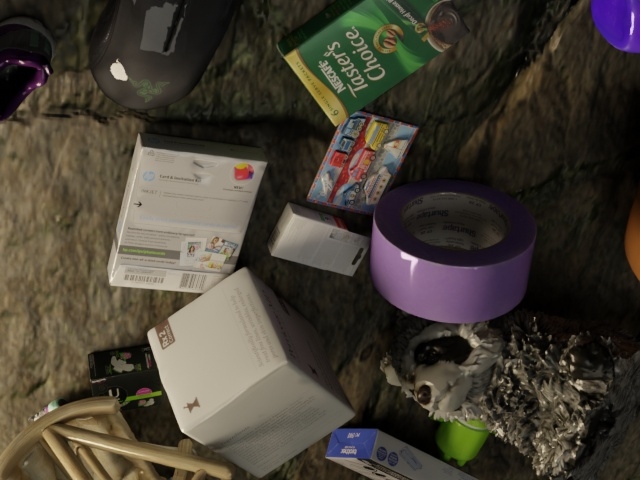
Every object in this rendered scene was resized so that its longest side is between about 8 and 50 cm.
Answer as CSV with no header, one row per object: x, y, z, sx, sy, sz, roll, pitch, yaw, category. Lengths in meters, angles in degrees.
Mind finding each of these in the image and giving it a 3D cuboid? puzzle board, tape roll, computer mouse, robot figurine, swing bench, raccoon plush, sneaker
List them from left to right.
-0.359,-0.135,1.090,0.224,0.098,0.083,-35,126,8,sneaker
-0.330,0.245,1.401,0.069,0.038,0.098,-29,123,10,sneaker
-0.223,0.327,1.347,0.165,0.255,0.253,-52,154,-24,swing bench
-0.152,-0.240,1.098,0.189,0.072,0.272,10,120,-24,computer mouse
0.050,-0.090,1.302,0.096,0.011,0.128,12,119,-24,puzzle board
0.153,0.009,1.290,0.189,0.189,0.080,-6,125,-13,tape roll
0.203,0.262,1.554,0.101,0.067,0.115,15,118,-13,robot figurine
0.283,0.167,1.493,0.446,0.299,0.216,2,112,-56,raccoon plush

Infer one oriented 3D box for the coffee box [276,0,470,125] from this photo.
0.058,-0.218,1.197,0.184,0.040,0.113,-33,127,7,coffee box

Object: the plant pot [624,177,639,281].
0.501,-0.031,1.332,0.291,0.290,0.203,0,139,-17,plant pot

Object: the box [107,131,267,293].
-0.155,-0.027,1.265,0.145,0.038,0.186,5,123,-22,box

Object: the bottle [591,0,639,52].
0.450,-0.279,1.228,0.283,0.118,0.092,-11,125,-9,bottle

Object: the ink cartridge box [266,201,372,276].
0.000,0.000,1.337,0.115,0.029,0.062,16,117,-27,ink cartridge box

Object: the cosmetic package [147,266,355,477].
-0.081,0.161,1.323,0.151,0.151,0.183,-34,142,8,cosmetic package

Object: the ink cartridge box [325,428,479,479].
0.116,0.319,1.548,0.207,0.046,0.097,30,155,-31,ink cartridge box

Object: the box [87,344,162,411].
-0.241,0.172,1.366,0.083,0.052,0.062,-8,126,-10,box
